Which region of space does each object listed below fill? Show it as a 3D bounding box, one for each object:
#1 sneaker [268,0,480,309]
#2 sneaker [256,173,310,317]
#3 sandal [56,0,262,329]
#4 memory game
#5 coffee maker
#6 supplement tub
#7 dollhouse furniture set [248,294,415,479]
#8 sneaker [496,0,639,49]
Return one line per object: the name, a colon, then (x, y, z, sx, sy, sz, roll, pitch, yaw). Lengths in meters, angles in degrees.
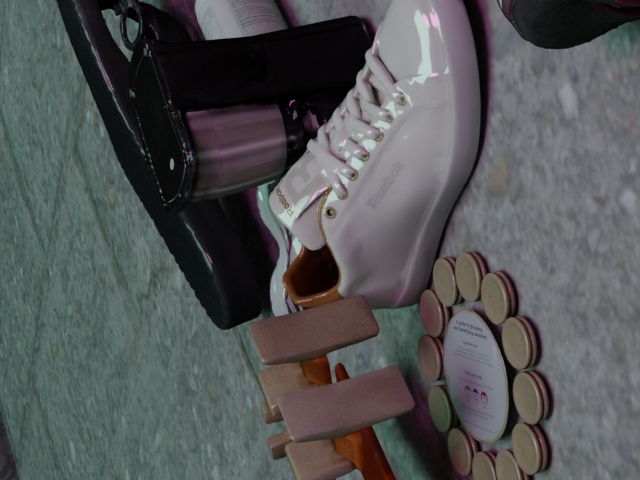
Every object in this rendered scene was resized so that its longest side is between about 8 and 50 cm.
sneaker: (0.033, -0.056, 1.146, 0.106, 0.123, 0.290, -120, 31, -45)
sneaker: (0.000, 0.000, 1.344, 0.077, 0.072, 0.178, 28, 133, 49)
sandal: (-0.152, -0.118, 1.615, 0.446, 0.107, 0.167, 61, 164, 16)
memory game: (0.115, 0.097, 1.153, 0.186, 0.012, 0.186, 171, 90, -69)
coffee maker: (-0.047, -0.119, 1.238, 0.120, 0.178, 0.171, 179, 80, -67)
supplement tub: (-0.061, -0.174, 1.395, 0.071, 0.071, 0.107, 107, 147, -49)
dollhouse furniture set: (0.054, 0.205, 1.200, 0.259, 0.135, 0.262, -115, 12, -45)
sneaker: (0.184, -0.117, 0.772, 0.281, 0.106, 0.163, -47, 59, 63)
